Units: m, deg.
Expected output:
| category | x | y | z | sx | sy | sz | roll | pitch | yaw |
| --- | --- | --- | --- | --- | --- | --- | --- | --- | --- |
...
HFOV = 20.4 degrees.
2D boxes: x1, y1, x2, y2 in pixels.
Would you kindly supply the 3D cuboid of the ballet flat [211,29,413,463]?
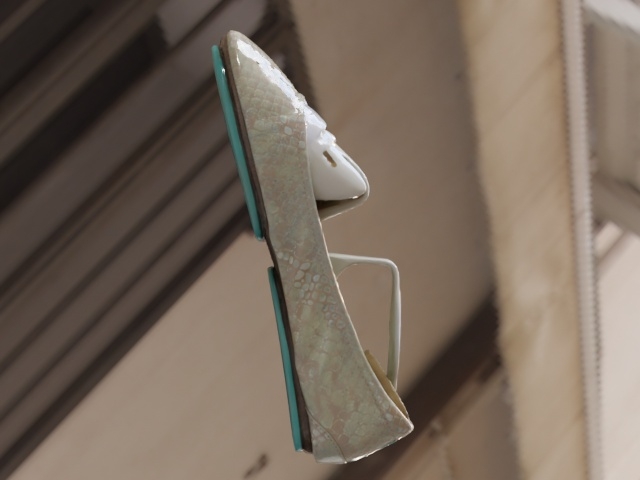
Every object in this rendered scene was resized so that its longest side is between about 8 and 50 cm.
| category | x | y | z | sx | sy | sz | roll | pitch | yaw |
| --- | --- | --- | --- | --- | --- | --- | --- | --- | --- |
| ballet flat | 0.000 | 0.000 | 0.673 | 0.057 | 0.052 | 0.168 | -99 | 177 | -84 |
